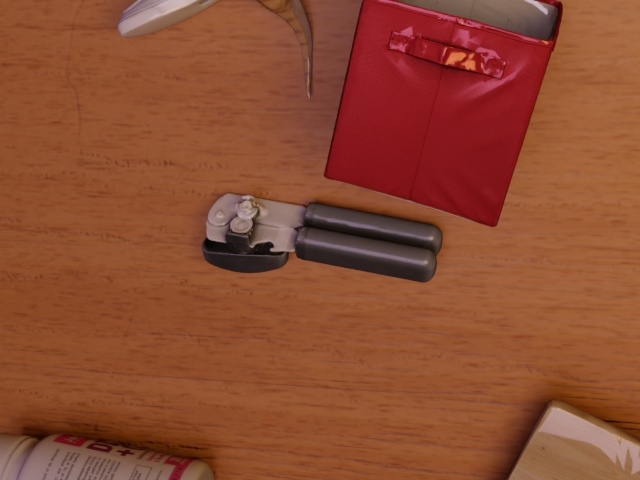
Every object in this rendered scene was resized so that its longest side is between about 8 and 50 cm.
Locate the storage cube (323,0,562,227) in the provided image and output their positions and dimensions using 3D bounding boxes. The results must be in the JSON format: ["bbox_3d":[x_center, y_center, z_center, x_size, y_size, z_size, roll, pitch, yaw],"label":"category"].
[{"bbox_3d":[0.128,-0.155,1.079,0.183,0.215,0.193,16,116,7],"label":"storage cube"}]

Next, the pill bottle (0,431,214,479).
[{"bbox_3d":[-0.289,0.333,1.344,0.283,0.160,0.160,9,108,10],"label":"pill bottle"}]

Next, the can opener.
[{"bbox_3d":[0.000,0.000,1.236,0.280,0.074,0.093,7,142,13],"label":"can opener"}]

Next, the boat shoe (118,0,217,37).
[{"bbox_3d":[-0.152,-0.288,1.181,0.184,0.066,0.063,-26,89,20],"label":"boat shoe"}]

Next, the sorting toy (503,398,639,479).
[{"bbox_3d":[0.329,0.331,1.237,0.257,0.089,0.255,26,110,5],"label":"sorting toy"}]

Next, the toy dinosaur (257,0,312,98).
[{"bbox_3d":[-0.042,-0.269,1.157,0.112,0.064,0.211,-41,127,9],"label":"toy dinosaur"}]
